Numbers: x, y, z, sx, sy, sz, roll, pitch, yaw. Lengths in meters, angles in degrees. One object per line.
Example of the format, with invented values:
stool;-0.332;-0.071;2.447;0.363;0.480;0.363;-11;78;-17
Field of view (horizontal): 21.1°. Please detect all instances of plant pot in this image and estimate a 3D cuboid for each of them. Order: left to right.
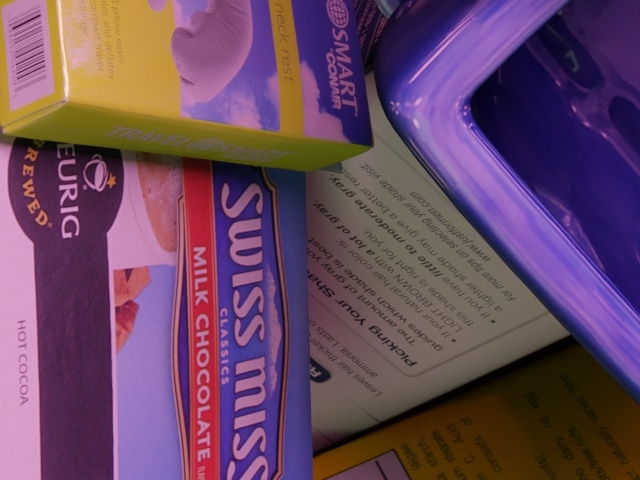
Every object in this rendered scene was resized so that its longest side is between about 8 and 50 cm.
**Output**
plant pot;0.162;-0.069;0.604;0.236;0.212;0.236;-41;110;8

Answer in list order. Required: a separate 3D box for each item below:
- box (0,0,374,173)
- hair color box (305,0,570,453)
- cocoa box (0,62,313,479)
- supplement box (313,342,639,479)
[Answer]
box;-0.044;-0.086;0.647;0.042;0.109;0.178;-17;166;40
hair color box;0.000;0.000;0.862;0.174;0.105;0.347;41;133;-21
cocoa box;-0.201;0.028;0.762;0.347;0.228;0.231;5;99;40
supplement box;0.079;0.218;0.873;0.356;0.194;0.195;-22;132;-6
